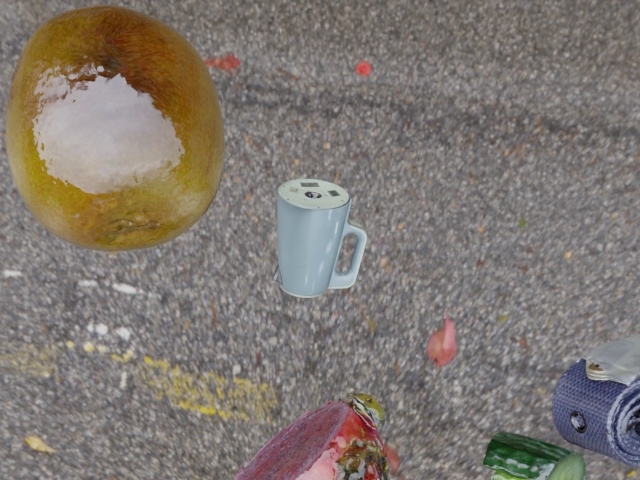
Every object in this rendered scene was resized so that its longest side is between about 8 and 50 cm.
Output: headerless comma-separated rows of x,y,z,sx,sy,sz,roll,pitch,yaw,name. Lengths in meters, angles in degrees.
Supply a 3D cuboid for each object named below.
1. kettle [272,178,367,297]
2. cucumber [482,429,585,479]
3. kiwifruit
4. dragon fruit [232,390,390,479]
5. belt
0.000,0.000,1.795,0.211,0.243,0.160,-3,29,-15,kettle
0.352,0.420,1.337,0.130,0.191,0.191,9,61,41,cucumber
-0.188,-0.109,0.731,0.196,0.196,0.233,-12,67,-7,kiwifruit
-0.010,0.317,0.980,0.282,0.211,0.147,-41,97,3,dragon fruit
0.404,0.195,0.964,0.231,0.126,0.139,-7,100,-27,belt
